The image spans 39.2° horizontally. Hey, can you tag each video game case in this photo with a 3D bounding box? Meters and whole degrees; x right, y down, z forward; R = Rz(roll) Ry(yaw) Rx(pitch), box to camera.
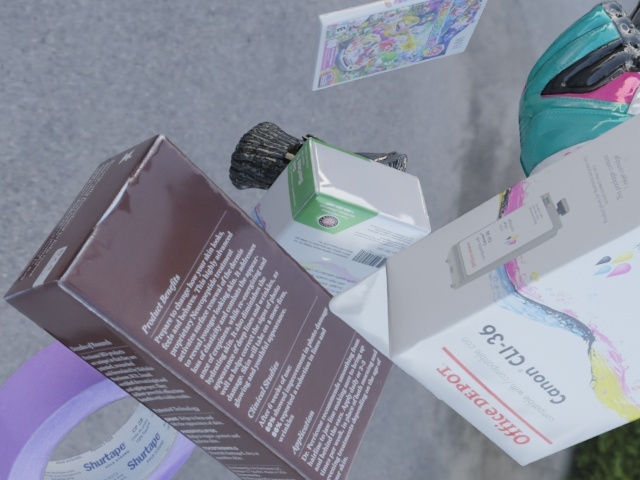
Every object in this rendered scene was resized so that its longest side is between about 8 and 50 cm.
[{"bbox_3d":[0.053,-0.143,0.624,0.087,0.122,0.011,104,-32,-70],"label":"video game case"}]

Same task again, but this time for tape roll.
[{"bbox_3d":[-0.278,0.237,1.123,0.274,0.090,0.275,-29,141,-26],"label":"tape roll"}]

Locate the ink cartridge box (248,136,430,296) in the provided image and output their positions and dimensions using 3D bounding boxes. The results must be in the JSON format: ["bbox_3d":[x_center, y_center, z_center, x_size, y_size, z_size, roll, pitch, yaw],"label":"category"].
[{"bbox_3d":[0.000,0.000,1.366,0.201,0.278,0.117,17,45,-28],"label":"ink cartridge box"}]

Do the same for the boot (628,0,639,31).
[{"bbox_3d":[0.395,-0.223,1.057,0.190,0.076,0.208,-64,179,38],"label":"boot"}]

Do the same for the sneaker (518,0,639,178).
[{"bbox_3d":[0.306,-0.136,0.787,0.124,0.295,0.179,74,3,-59],"label":"sneaker"}]

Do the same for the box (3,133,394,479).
[{"bbox_3d":[-0.109,0.095,0.942,0.381,0.143,0.191,46,54,-26],"label":"box"}]

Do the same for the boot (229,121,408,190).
[{"bbox_3d":[0.008,-0.128,1.650,0.348,0.260,0.131,-7,112,-70],"label":"boot"}]

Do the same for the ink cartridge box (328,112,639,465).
[{"bbox_3d":[0.111,0.035,0.420,0.115,0.198,0.067,41,32,-30],"label":"ink cartridge box"}]
